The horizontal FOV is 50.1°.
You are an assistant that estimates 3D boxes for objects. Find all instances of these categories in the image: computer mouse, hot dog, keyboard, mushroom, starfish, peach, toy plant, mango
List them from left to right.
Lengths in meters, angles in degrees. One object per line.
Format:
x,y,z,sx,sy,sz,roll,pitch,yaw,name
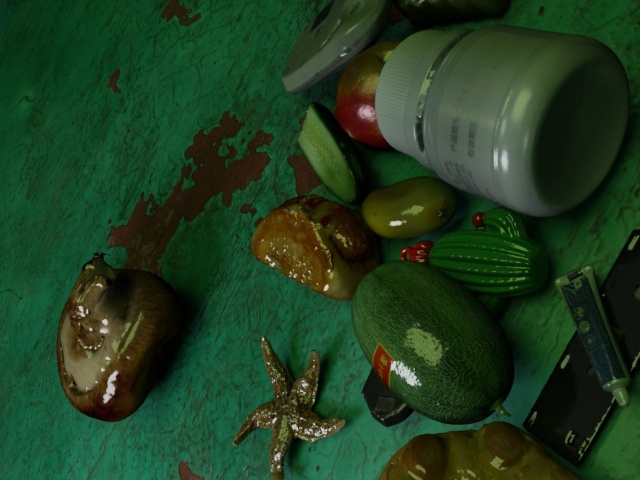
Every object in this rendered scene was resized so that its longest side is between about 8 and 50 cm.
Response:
-0.453,0.190,1.432,0.345,0.259,0.346,-16,64,35,mushroom
-0.056,0.298,1.197,0.235,0.062,0.277,-20,60,32,starfish
0.000,0.000,1.210,0.256,0.150,0.153,25,101,42,hot dog
0.033,-0.381,1.308,0.331,0.095,0.197,-13,49,63,computer mouse
0.123,-0.248,1.207,0.190,0.192,0.190,-2,58,3,peach
0.128,0.213,1.081,0.099,0.057,0.172,-5,58,40,computer mouse
0.141,-0.050,1.132,0.191,0.085,0.122,-10,35,47,mango
0.229,0.045,1.037,0.240,0.088,0.155,-30,73,42,toy plant
0.387,0.141,0.908,0.106,0.027,0.317,34,96,45,keyboard

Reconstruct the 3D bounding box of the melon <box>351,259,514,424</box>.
0.159,0.145,0.960,0.182,0.182,0.288,-53,49,11,melon

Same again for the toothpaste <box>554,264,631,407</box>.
0.362,0.123,0.896,0.057,0.034,0.197,-29,52,27,toothpaste

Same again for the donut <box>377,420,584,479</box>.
0.203,0.380,0.825,0.299,0.150,0.317,1,45,9,donut

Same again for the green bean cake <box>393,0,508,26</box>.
0.236,-0.488,1.206,0.214,0.113,0.200,1,75,39,green bean cake

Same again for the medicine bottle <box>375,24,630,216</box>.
0.250,-0.187,0.994,0.306,0.245,0.245,30,94,47,medicine bottle

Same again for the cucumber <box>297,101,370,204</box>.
0.034,-0.154,1.269,0.115,0.063,0.244,105,148,-42,cucumber
